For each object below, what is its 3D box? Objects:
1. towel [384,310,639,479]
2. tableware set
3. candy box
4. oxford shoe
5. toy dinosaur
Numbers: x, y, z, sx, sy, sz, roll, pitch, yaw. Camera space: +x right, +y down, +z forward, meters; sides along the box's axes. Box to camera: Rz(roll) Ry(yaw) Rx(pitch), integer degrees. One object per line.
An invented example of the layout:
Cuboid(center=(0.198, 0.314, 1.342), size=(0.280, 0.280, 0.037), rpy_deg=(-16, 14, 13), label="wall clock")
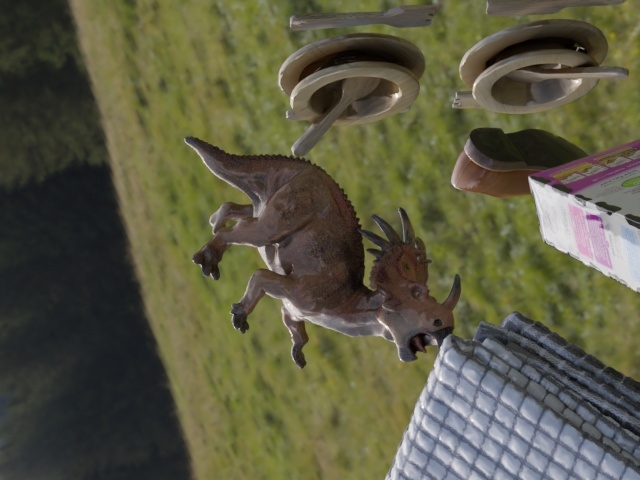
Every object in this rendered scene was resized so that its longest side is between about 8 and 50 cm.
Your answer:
Cuboid(center=(0.194, 0.212, 0.954), size=(0.284, 0.121, 0.235), rpy_deg=(33, 126, 24), label="towel")
Cuboid(center=(0.073, -0.089, 0.722), size=(0.128, 0.194, 0.039), rpy_deg=(96, 168, -70), label="tableware set")
Cuboid(center=(0.292, -0.028, 1.029), size=(0.233, 0.159, 0.071), rpy_deg=(-136, 29, -74), label="candy box")
Cuboid(center=(0.238, -0.082, 1.442), size=(0.076, 0.212, 0.076), rpy_deg=(-59, 41, 37), label="oxford shoe")
Cuboid(center=(0.000, 0.000, 1.192), size=(0.295, 0.200, 0.127), rpy_deg=(58, -165, 6), label="toy dinosaur")
